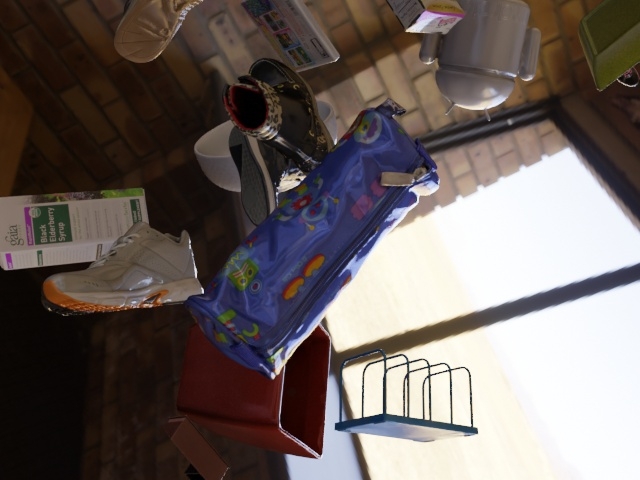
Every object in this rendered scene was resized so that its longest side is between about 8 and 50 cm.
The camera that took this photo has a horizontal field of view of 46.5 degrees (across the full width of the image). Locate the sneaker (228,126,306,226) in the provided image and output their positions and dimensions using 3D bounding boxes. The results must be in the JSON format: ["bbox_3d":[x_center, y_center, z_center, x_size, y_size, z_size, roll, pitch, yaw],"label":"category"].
[{"bbox_3d":[-0.072,-0.115,1.400,0.163,0.086,0.226,9,52,-36],"label":"sneaker"}]

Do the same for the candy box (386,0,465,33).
[{"bbox_3d":[0.196,-0.566,1.628,0.159,0.071,0.233,-14,71,-46],"label":"candy box"}]

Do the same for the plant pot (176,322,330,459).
[{"bbox_3d":[-0.135,0.279,1.496,0.267,0.235,0.267,57,33,-57],"label":"plant pot"}]

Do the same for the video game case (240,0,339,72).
[{"bbox_3d":[-0.054,-0.367,1.294,0.143,0.019,0.157,3,-43,55],"label":"video game case"}]

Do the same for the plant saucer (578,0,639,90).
[{"bbox_3d":[0.531,-0.383,1.296,0.045,0.188,0.188,31,40,-25],"label":"plant saucer"}]

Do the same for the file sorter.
[{"bbox_3d":[0.124,0.227,1.079,0.170,0.118,0.104,16,64,-29],"label":"file sorter"}]

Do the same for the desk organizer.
[{"bbox_3d":[-0.215,0.358,1.250,0.130,0.047,0.050,56,41,-21],"label":"desk organizer"}]

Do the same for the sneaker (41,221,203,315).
[{"bbox_3d":[-0.269,0.035,1.012,0.262,0.099,0.121,-1,82,-60],"label":"sneaker"}]

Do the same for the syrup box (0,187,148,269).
[{"bbox_3d":[-0.411,-0.020,1.235,0.096,0.237,0.093,134,-53,-62],"label":"syrup box"}]

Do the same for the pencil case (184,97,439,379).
[{"bbox_3d":[0.000,0.000,0.772,0.119,0.306,0.133,46,-10,-25],"label":"pencil case"}]

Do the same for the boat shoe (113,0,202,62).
[{"bbox_3d":[-0.219,-0.396,1.123,0.103,0.285,0.092,20,37,-41],"label":"boat shoe"}]

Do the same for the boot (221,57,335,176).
[{"bbox_3d":[-0.077,-0.210,1.088,0.178,0.085,0.236,25,32,-56],"label":"boot"}]

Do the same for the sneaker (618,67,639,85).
[{"bbox_3d":[0.704,-0.408,1.741,0.119,0.047,0.057,48,19,-6],"label":"sneaker"}]

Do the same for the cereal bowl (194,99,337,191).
[{"bbox_3d":[-0.116,-0.205,1.746,0.339,0.339,0.141,-101,175,-63],"label":"cereal bowl"}]

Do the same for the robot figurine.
[{"bbox_3d":[0.395,-0.479,1.835,0.200,0.300,0.353,-100,-162,-77],"label":"robot figurine"}]
